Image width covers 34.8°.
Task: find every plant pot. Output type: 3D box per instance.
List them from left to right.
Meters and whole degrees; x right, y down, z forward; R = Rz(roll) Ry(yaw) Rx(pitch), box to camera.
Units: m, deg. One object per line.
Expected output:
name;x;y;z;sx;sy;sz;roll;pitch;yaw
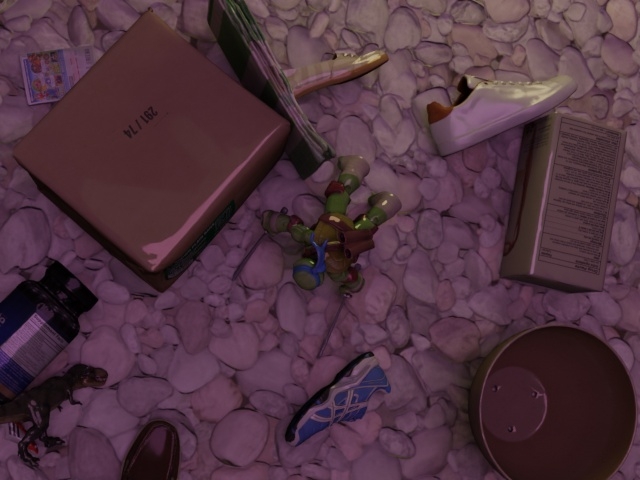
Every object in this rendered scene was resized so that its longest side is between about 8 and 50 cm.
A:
plant pot;0.369;0.287;1.749;0.284;0.191;0.284;1;84;-13

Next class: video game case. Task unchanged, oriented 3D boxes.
video game case;-0.431;-0.275;1.694;0.122;0.011;0.087;-10;88;-15

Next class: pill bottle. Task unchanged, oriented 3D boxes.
pill bottle;-0.457;0.141;1.593;0.123;0.123;0.219;44;76;-6

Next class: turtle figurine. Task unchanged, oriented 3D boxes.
turtle figurine;0.000;0.000;1.732;0.197;0.275;0.266;30;57;13

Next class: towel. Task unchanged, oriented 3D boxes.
towel;-0.087;-0.255;1.657;0.038;0.248;0.325;-33;92;-9

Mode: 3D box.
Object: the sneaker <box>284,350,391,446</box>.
sneaker;0.031;0.281;1.723;0.211;0.080;0.081;-39;92;-13

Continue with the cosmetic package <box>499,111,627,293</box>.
cosmetic package;0.434;-0.063;1.830;0.153;0.129;0.296;14;81;-14

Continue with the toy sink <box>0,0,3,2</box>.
toy sink;-0.521;-0.496;1.578;0.152;0.234;0.131;38;78;-7

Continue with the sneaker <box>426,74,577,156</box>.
sneaker;0.325;-0.260;1.832;0.290;0.106;0.123;-24;93;-13

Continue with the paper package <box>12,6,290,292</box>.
paper package;-0.259;-0.138;1.613;0.309;0.168;0.325;39;76;8

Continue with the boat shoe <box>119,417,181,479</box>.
boat shoe;-0.281;0.414;1.625;0.095;0.095;0.258;17;81;-12

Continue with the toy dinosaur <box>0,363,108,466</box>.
toy dinosaur;-0.438;0.276;1.578;0.268;0.064;0.118;-22;112;-56

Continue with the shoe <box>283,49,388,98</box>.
shoe;0.016;-0.297;1.774;0.219;0.076;0.058;-22;95;-13

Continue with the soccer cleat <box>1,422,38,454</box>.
soccer cleat;-0.481;0.311;1.621;0.035;0.029;0.083;-39;92;-5
